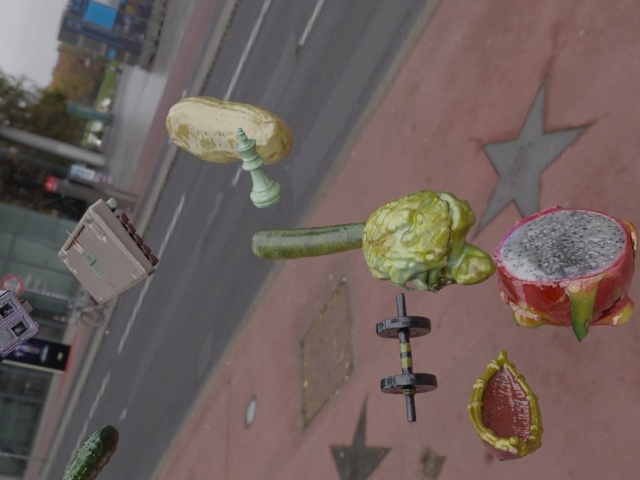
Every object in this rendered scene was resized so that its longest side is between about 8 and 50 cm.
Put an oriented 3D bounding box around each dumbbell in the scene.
[{"bbox_3d":[0.216,0.291,1.850,0.143,0.143,0.326,141,131,-58],"label":"dumbbell"}]

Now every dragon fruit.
[{"bbox_3d":[0.493,0.074,1.490,0.291,0.290,0.189,-108,1,-58],"label":"dragon fruit"}]

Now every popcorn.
[{"bbox_3d":[0.176,0.009,1.188,0.198,0.212,0.198,-55,-2,-3],"label":"popcorn"}]

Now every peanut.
[{"bbox_3d":[-0.194,-0.233,1.587,0.318,0.147,0.148,13,86,28],"label":"peanut"}]

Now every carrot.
[{"bbox_3d":[0.000,0.000,1.596,0.358,0.074,0.074,-5,67,33],"label":"carrot"}]

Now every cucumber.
[{"bbox_3d":[-0.460,0.445,1.428,0.069,0.069,0.227,-61,0,32],"label":"cucumber"}]

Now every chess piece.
[{"bbox_3d":[-0.117,-0.131,1.288,0.059,0.059,0.149,-106,-5,-56],"label":"chess piece"}]

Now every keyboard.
[{"bbox_3d":[-0.143,0.010,0.481,0.017,0.055,0.166,-43,9,-26],"label":"keyboard"}]

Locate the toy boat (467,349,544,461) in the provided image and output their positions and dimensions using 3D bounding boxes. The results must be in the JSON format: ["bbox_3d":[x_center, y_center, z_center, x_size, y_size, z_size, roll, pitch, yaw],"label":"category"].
[{"bbox_3d":[0.347,0.321,1.373,0.318,0.140,0.099,-62,-17,-67],"label":"toy boat"}]

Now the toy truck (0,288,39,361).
[{"bbox_3d":[-0.683,0.169,1.455,0.267,0.124,0.155,-1,33,49],"label":"toy truck"}]
